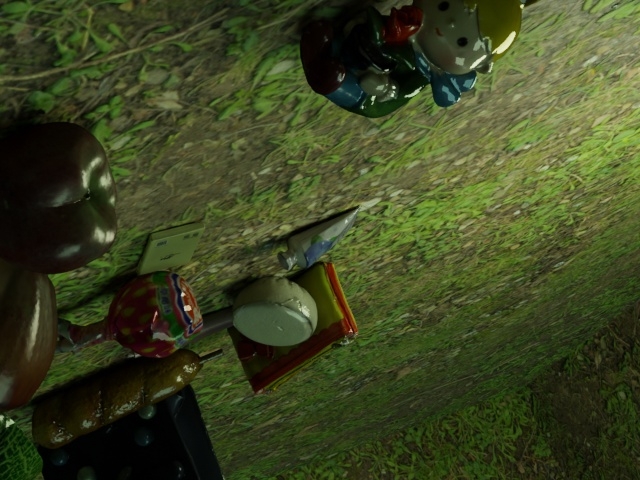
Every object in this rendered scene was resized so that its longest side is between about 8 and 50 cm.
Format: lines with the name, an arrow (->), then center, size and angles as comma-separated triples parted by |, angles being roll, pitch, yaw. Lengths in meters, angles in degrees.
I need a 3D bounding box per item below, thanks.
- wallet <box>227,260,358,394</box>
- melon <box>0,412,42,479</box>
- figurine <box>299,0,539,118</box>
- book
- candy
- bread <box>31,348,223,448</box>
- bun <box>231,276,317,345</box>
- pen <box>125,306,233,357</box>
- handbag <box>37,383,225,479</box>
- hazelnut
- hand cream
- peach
wallet -> -0.050, 0.150, 2.152 | 0.067, 0.141, 0.241 | 5, 146, -48
melon -> -0.556, 0.313, 1.861 | 0.331, 0.226, 0.343 | 5, 169, -26
figurine -> 0.107, -0.220, 1.344 | 0.234, 0.127, 0.185 | -23, 158, 31
book -> -0.203, 0.011, 1.753 | 0.077, 0.014, 0.111 | -14, 159, -25
candy -> -0.343, 0.142, 1.824 | 0.365, 0.124, 0.124 | -19, 163, 8
bread -> -0.322, 0.247, 2.171 | 0.344, 0.084, 0.124 | -25, -175, 0
bun -> -0.070, 0.101, 2.068 | 0.138, 0.094, 0.138 | 6, 143, 5
pen -> -0.224, 0.153, 2.113 | 0.197, 0.032, 0.053 | -20, 163, -21
handbag -> -0.343, 0.421, 2.332 | 0.326, 0.269, 0.118 | -32, 162, 25
hazelnut -> -0.395, 0.111, 1.516 | 0.210, 0.186, 0.210 | -10, 155, -5
hand cream -> 0.000, 0.000, 1.945 | 0.142, 0.053, 0.084 | -28, 164, -22
peach -> -0.283, -0.039, 1.313 | 0.152, 0.152, 0.152 | -22, 162, -7
